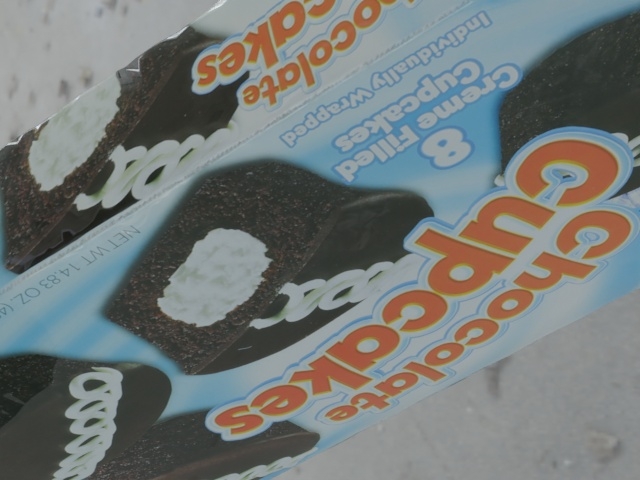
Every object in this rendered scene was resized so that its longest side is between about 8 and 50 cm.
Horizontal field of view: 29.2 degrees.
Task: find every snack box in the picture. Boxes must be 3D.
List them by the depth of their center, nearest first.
[{"bbox_3d":[0.000,0.000,0.427,0.322,0.187,0.060,-30,54,17],"label":"snack box"}]
